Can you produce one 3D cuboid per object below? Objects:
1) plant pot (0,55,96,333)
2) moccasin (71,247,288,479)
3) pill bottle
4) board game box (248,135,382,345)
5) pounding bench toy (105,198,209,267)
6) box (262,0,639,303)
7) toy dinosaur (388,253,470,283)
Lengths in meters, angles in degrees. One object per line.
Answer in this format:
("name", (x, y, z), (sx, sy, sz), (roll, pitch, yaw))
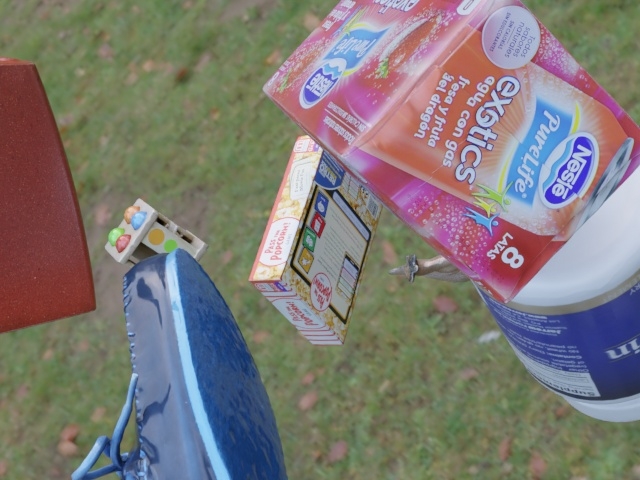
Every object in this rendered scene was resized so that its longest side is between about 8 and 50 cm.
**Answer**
("plant pot", (-0.382, -0.054, 1.120), (0.267, 0.267, 0.236), (14, 105, 35))
("moccasin", (-0.088, 0.169, 0.769), (0.117, 0.138, 0.342), (-22, 63, 15))
("pill bottle", (0.202, 0.031, 0.920), (0.153, 0.265, 0.153), (-12, 57, 19))
("board game box", (0.000, 0.000, 1.394), (0.045, 0.147, 0.193), (-3, 55, 33))
("pounding bench toy", (-0.145, 0.000, 1.037), (0.052, 0.065, 0.083), (-56, 26, -2))
("box", (0.067, -0.077, 0.740), (0.122, 0.128, 0.257), (-48, 19, 3))
("toy dinosaur", (0.201, -0.029, 1.383), (0.296, 0.200, 0.127), (-58, 37, 32))
